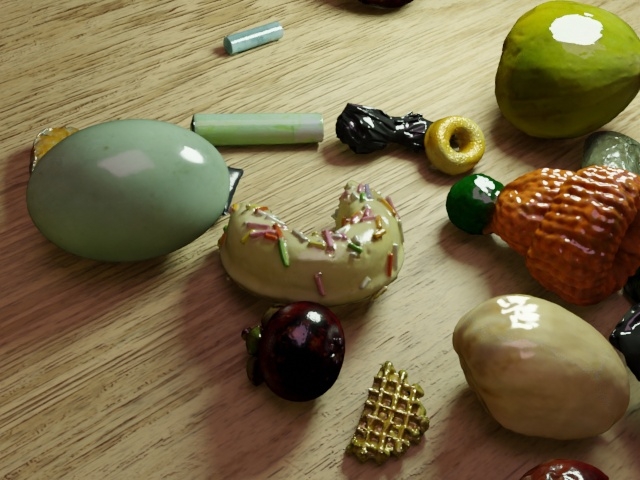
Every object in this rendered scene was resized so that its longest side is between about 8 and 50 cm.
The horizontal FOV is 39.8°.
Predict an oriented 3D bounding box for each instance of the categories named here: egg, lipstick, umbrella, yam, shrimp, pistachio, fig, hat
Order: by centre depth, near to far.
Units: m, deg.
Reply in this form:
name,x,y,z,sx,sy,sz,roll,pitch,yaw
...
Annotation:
name,x,y,z,sx,sy,sz,roll,pitch,yaw
pistachio,0.383,0.229,1.577,0.321,0.229,0.238,28,93,0
egg,-0.367,-0.096,1.712,0.388,0.276,0.276,-11,51,-15
hat,0.475,-0.046,1.849,0.285,0.285,0.400,-30,40,-30
shrimp,-0.533,-0.133,1.867,0.164,0.062,0.317,1,46,-11
yam,0.656,-0.138,1.997,0.154,0.154,0.254,20,47,9
lipstick,-0.147,-0.256,2.024,0.304,0.076,0.076,-3,49,-11
umbrella,0.198,-0.257,2.072,0.340,0.118,0.118,-1,48,-21
fig,0.593,-0.396,2.082,0.343,0.343,0.343,4,48,-5
lipstick,-0.171,-0.521,2.273,0.158,0.048,0.048,-25,56,-27

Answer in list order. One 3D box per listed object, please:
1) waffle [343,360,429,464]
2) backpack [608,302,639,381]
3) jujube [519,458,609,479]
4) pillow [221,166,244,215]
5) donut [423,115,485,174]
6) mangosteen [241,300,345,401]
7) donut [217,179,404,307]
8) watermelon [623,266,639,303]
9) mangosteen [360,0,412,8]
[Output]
name,x,y,z,sx,sy,sz,roll,pitch,yaw
waffle,0.110,0.311,1.578,0.192,0.046,0.161,-27,59,-28
backpack,0.740,0.264,1.583,0.363,0.255,0.446,-23,70,-25
jujube,0.380,0.462,1.400,0.183,0.183,0.243,25,49,13
pillow,-0.281,-0.125,1.899,0.208,0.055,0.141,13,54,3
donut,0.314,-0.223,2.034,0.151,0.058,0.152,6,75,-24
mangosteen,-0.053,0.194,1.584,0.199,0.200,0.200,4,48,-5
donut,-0.005,0.005,1.733,0.371,0.150,0.307,-11,37,-19
watermelon,0.719,0.062,1.890,0.119,0.063,0.245,47,51,7
mangosteen,0.163,-0.793,2.422,0.306,0.306,0.359,-19,22,-23
